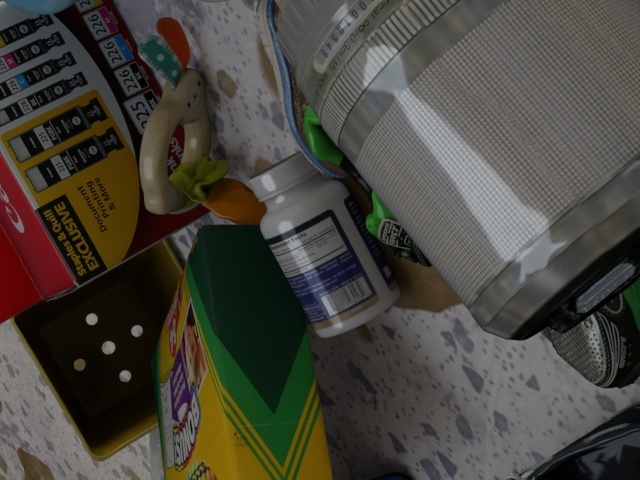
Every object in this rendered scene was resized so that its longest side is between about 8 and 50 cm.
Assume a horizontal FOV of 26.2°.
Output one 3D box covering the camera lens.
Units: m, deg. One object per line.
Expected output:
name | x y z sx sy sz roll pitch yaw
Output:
camera lens | 0.129 -0.089 0.911 0.274 0.219 0.219 52 150 11

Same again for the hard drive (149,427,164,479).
hard drive | -0.115 0.402 1.910 0.339 0.064 0.237 43 147 27

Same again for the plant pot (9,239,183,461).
plant pot | -0.259 0.135 1.750 0.212 0.212 0.187 60 163 -3

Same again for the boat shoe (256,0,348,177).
boat shoe | 0.002 -0.138 1.219 0.066 0.066 0.183 0 123 46

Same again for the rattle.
rattle | -0.113 -0.119 1.413 0.143 0.130 0.199 18 106 35

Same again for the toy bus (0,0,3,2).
toy bus | -0.423 -0.320 1.651 0.191 0.202 0.104 85 172 -50

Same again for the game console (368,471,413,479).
game console | 0.062 0.409 1.626 0.293 0.173 0.250 64 171 -8

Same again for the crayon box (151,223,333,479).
crayon box | -0.095 0.202 1.460 0.363 0.106 0.313 117 148 -59

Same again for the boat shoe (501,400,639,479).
boat shoe | 0.196 0.223 1.125 0.254 0.079 0.095 -39 74 27

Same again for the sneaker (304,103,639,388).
sneaker | 0.119 -0.007 1.082 0.343 0.146 0.134 46 148 20

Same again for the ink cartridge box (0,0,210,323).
ink cartridge box | -0.307 -0.101 1.514 0.309 0.272 0.130 60 151 -5

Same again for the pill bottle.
pill bottle | 0.000 0.000 1.322 0.094 0.094 0.169 -17 102 60

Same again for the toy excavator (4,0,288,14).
toy excavator | -0.202 -0.317 1.268 0.445 0.222 0.433 43 149 -1
